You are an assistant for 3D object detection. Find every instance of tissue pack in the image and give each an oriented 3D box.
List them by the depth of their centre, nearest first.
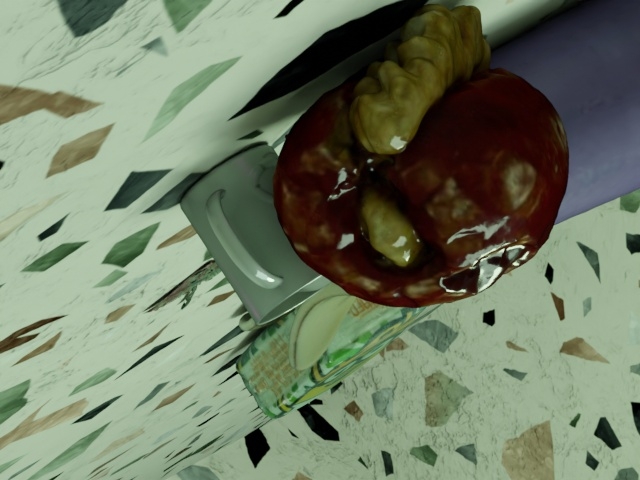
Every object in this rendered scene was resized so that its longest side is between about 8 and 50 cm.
[{"bbox_3d":[0.022,0.133,2.683,0.228,0.128,0.311,-32,173,-26],"label":"tissue pack"}]

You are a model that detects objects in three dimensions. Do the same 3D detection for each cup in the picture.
[{"bbox_3d":[-0.046,-0.008,1.545,0.099,0.133,0.136,-31,172,-12],"label":"cup"}]

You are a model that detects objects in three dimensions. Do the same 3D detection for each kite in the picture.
[{"bbox_3d":[-0.138,0.050,1.986,0.139,0.011,0.156,-27,169,-21],"label":"kite"}]

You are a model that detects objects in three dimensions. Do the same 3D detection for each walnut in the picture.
[{"bbox_3d":[0.089,-0.080,1.492,0.222,0.244,0.269,0,-155,22],"label":"walnut"}]

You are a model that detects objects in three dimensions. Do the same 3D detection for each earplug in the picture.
[{"bbox_3d":[0.224,-0.114,1.798,0.456,0.215,0.215,-26,169,-27],"label":"earplug"}]

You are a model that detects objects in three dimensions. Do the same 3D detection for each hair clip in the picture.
[{"bbox_3d":[0.006,0.066,2.347,0.172,0.113,0.282,-25,163,-49],"label":"hair clip"}]
